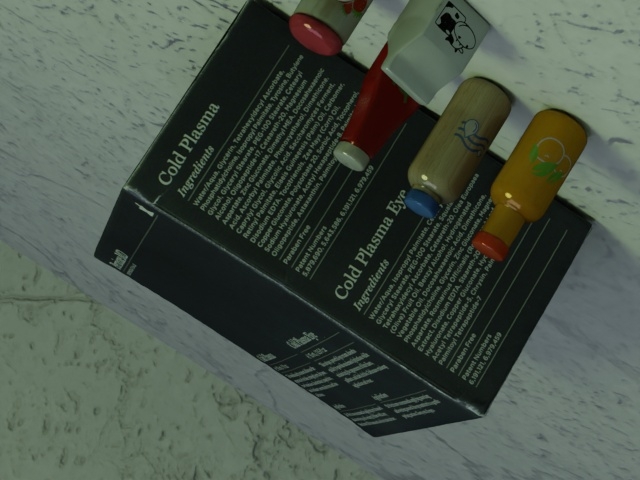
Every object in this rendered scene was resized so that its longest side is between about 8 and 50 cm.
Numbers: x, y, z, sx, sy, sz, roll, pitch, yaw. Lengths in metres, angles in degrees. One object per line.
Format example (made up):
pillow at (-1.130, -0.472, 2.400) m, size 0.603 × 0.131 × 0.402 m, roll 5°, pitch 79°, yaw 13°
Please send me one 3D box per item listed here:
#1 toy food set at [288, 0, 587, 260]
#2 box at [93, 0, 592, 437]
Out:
toy food set at (0.054, -0.092, 1.072) m, size 0.232 × 0.104 × 0.111 m, roll 40°, pitch 164°, yaw -29°
box at (0.000, 0.000, 1.360) m, size 0.312 × 0.179 × 0.343 m, roll 32°, pitch 166°, yaw -6°
